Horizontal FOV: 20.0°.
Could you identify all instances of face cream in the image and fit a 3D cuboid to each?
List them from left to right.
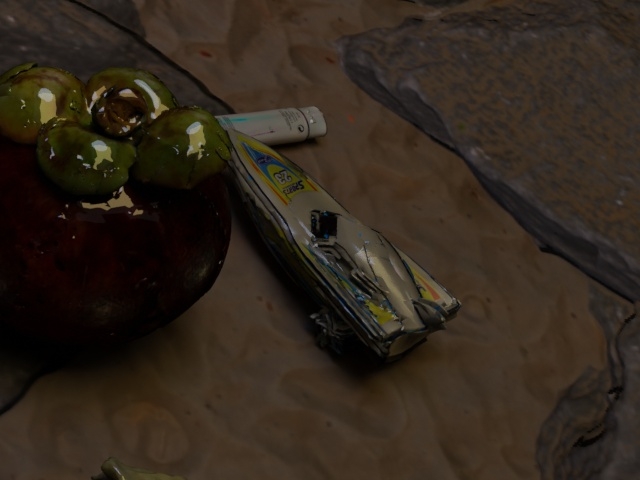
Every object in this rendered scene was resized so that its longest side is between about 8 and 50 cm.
[{"bbox_3d":[-0.047,-0.078,1.275,0.115,0.020,0.038,-10,57,-35],"label":"face cream"}]

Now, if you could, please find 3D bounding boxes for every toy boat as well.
[{"bbox_3d":[0.000,0.000,1.196,0.084,0.066,0.210,-25,65,-44],"label":"toy boat"}]

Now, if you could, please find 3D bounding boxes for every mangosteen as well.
[{"bbox_3d":[-0.131,-0.027,1.061,0.166,0.180,0.166,11,42,-10],"label":"mangosteen"}]

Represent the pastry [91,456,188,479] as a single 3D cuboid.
[{"bbox_3d":[-0.038,0.235,0.802,0.237,0.170,0.256,-79,148,-54],"label":"pastry"}]
